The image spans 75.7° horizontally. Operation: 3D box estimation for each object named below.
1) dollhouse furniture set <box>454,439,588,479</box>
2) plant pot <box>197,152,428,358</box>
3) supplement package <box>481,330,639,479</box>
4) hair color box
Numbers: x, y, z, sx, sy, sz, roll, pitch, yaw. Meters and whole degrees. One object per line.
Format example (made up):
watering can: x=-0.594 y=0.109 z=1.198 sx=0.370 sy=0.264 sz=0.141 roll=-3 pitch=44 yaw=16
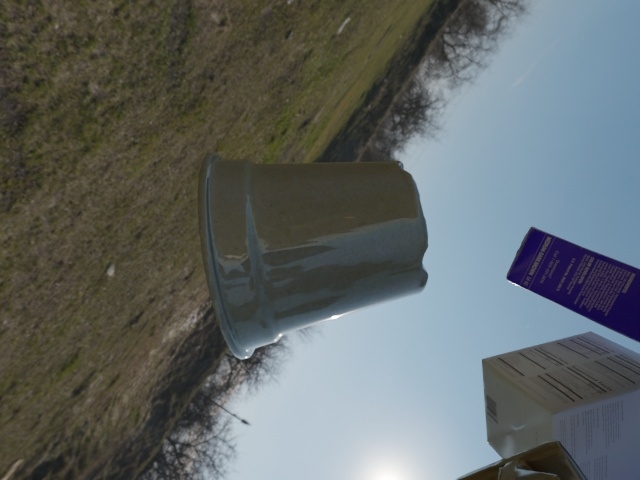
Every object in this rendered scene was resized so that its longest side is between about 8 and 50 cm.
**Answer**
dollhouse furniture set: x=0.156 y=0.428 z=0.261 sx=0.256 sy=0.395 sz=0.362 roll=-39 pitch=166 yaw=25
plant pot: x=0.000 y=0.000 z=0.681 sx=0.304 sy=0.335 sz=0.334 roll=-9 pitch=-174 yaw=-1
supplement package: x=0.482 y=0.325 z=0.779 sx=0.262 sy=0.200 sz=0.198 roll=-10 pitch=-168 yaw=-10
hair color box: x=0.500 y=0.097 z=0.677 sx=0.185 sy=0.338 sz=0.110 roll=9 pitch=106 yaw=-59
